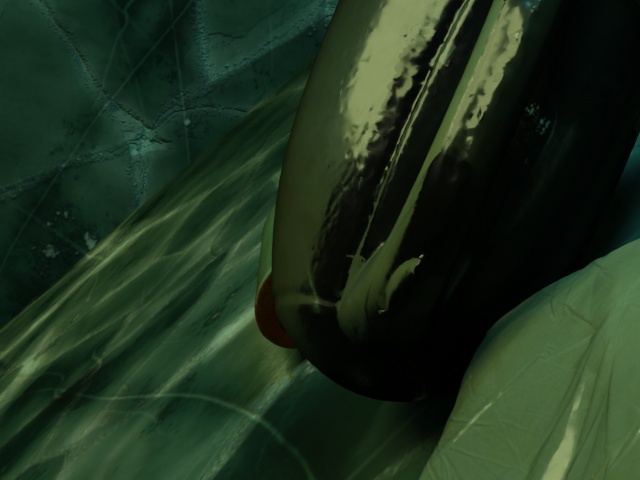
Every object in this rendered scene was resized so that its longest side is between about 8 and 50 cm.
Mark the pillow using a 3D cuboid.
[{"bbox_3d":[0.141,0.083,0.688,0.281,0.076,0.274,-30,19,45],"label":"pillow"}]

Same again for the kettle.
[{"bbox_3d":[0.088,-0.055,0.919,0.321,0.228,0.324,120,174,-75],"label":"kettle"}]

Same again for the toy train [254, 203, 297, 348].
[{"bbox_3d":[0.000,0.000,1.345,0.177,0.116,0.285,-52,11,12],"label":"toy train"}]
